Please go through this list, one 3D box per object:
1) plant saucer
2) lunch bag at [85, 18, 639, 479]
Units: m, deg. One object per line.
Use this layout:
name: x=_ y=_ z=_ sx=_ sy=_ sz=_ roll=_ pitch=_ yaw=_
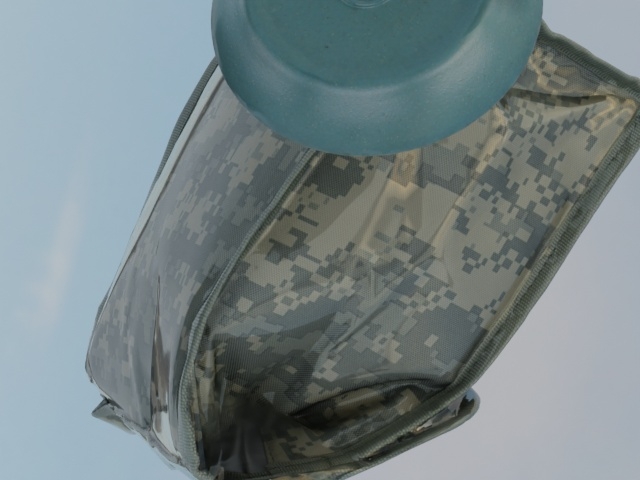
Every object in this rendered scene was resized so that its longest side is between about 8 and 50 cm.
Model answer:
plant saucer: x=0.018 y=-0.087 z=0.589 sx=0.021 sy=0.119 sz=0.119 roll=67 pitch=22 yaw=-66
lunch bag: x=0.000 y=0.000 z=0.867 sx=0.287 sy=0.169 sz=0.235 roll=-56 pitch=-160 yaw=-6
